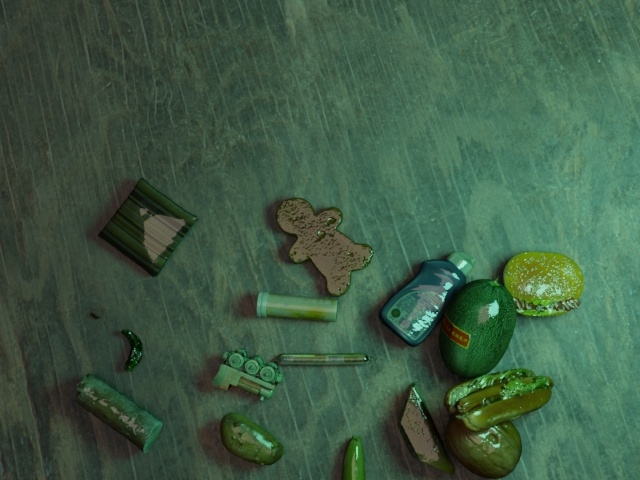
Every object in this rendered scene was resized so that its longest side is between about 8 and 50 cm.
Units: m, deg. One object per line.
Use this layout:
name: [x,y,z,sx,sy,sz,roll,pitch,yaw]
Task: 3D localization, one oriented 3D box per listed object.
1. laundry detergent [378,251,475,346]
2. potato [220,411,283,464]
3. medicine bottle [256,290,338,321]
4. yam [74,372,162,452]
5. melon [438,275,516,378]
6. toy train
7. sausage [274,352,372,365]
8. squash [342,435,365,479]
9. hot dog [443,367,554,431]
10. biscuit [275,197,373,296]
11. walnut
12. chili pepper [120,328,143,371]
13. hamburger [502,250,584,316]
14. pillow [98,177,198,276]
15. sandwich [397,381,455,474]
laundry detergent: [0.295,0.141,1.863,0.143,0.094,0.290,41,85,16]
potato: [-0.186,0.533,1.853,0.188,0.085,0.105,27,107,4]
medicine bottle: [-0.062,0.183,1.896,0.217,0.074,0.074,5,83,3]
yam: [-0.553,0.465,1.890,0.259,0.093,0.093,32,86,8]
melon: [0.403,0.217,1.778,0.182,0.182,0.288,20,107,7]
toy train: [-0.193,0.368,1.885,0.175,0.074,0.119,23,95,3]
sausage: [0.007,0.323,1.888,0.268,0.033,0.033,-1,82,5]
squash: [0.090,0.618,1.829,0.066,0.066,0.201,3,80,5]
hot dog: [0.457,0.380,1.735,0.337,0.135,0.100,-6,119,-32]
biscuit: [0.000,0.000,1.924,0.301,0.049,0.197,42,83,8]
walnut: [0.414,0.507,1.766,0.207,0.167,0.167,42,88,5]
chili pepper: [-0.523,0.304,1.936,0.055,0.035,0.118,-5,86,-13]
hamburger: [0.583,0.115,1.825,0.210,0.116,0.173,2,80,5]
pillow: [-0.488,-0.038,1.968,0.208,0.052,0.212,36,89,6]
sandwich: [0.264,0.503,1.813,0.096,0.094,0.258,-25,80,-3]
